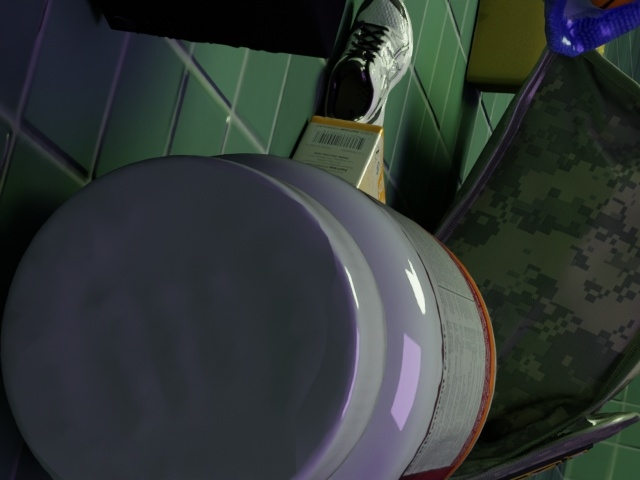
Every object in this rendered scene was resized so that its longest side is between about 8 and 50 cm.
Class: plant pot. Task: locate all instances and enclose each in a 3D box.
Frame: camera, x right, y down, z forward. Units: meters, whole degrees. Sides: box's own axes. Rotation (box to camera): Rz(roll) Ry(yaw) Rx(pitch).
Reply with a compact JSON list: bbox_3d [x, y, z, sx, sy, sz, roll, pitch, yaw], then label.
[{"bbox_3d":[0.152,-0.139,1.196,0.081,0.083,0.081,3,96,-76],"label":"plant pot"}]

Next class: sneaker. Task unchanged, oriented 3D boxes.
[{"bbox_3d":[0.022,-0.081,0.818,0.037,0.032,0.083,58,43,-71],"label":"sneaker"}]

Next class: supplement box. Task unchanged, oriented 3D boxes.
[{"bbox_3d":[0.000,0.000,0.777,0.062,0.036,0.098,86,20,-45],"label":"supplement box"}]

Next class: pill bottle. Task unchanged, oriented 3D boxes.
[{"bbox_3d":[-0.014,0.037,0.566,0.221,0.121,0.121,22,79,-76],"label":"pill bottle"}]

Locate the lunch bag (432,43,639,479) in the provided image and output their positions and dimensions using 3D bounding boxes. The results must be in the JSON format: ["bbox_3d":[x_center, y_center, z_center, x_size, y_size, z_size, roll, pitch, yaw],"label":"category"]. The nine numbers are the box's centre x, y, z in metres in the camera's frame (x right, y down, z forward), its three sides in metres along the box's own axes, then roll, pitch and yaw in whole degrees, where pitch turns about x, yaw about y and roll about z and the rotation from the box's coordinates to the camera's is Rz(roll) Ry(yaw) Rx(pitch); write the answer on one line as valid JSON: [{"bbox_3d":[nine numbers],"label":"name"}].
[{"bbox_3d":[0.140,0.045,1.093,0.287,0.169,0.235,-57,168,1],"label":"lunch bag"}]

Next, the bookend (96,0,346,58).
[{"bbox_3d":[-0.024,-0.159,0.484,0.157,0.072,0.156,69,33,-64],"label":"bookend"}]

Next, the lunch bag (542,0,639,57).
[{"bbox_3d":[0.131,-0.282,0.528,0.385,0.239,0.328,79,1,-73],"label":"lunch bag"}]
